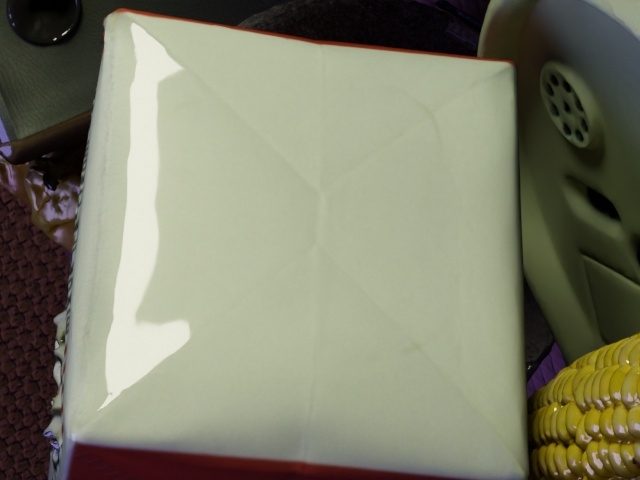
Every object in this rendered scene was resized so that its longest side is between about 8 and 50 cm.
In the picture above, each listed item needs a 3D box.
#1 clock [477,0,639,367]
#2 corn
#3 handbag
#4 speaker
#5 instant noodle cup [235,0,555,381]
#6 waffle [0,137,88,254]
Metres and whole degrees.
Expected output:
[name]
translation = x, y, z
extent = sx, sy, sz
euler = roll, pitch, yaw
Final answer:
[clock]
translation = 0.150, -0.004, 0.648
extent = 0.265, 0.109, 0.324
euler = 41, 153, 60
[corn]
translation = 0.092, 0.073, 0.630
extent = 0.067, 0.067, 0.206
euler = 62, 162, 11
[handbag]
translation = -0.024, 0.065, 0.714
extent = 0.298, 0.151, 0.171
euler = 107, 166, -59
[speaker]
translation = -0.113, -0.164, 1.086
extent = 0.192, 0.231, 0.153
euler = 34, 146, 65
[instant noodle cup]
translation = 0.000, 0.000, 0.982
extent = 0.217, 0.217, 0.207
euler = 65, 165, 0
[waffle]
translation = -0.066, 0.004, 1.207
extent = 0.329, 0.062, 0.329
euler = 32, -162, -11
